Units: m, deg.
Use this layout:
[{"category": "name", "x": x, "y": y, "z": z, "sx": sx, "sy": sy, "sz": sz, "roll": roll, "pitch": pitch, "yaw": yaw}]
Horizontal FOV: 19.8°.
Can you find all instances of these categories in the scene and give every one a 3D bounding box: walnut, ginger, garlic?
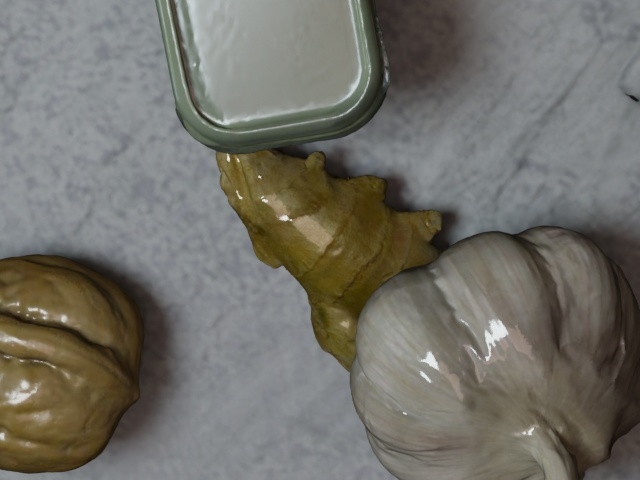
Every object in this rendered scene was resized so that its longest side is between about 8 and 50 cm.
[{"category": "walnut", "x": -0.206, "y": 0.086, "z": 1.291, "sx": 0.167, "sy": 0.149, "sz": 0.166, "roll": 1, "pitch": 72, "yaw": -5}, {"category": "ginger", "x": 0.014, "y": 0.000, "z": 1.282, "sx": 0.115, "sy": 0.081, "sz": 0.205, "roll": -20, "pitch": 113, "yaw": 39}, {"category": "garlic", "x": 0.140, "y": 0.112, "z": 1.220, "sx": 0.219, "sy": 0.212, "sz": 0.218, "roll": -12, "pitch": 131, "yaw": -14}]

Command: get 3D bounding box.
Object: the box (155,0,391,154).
[{"category": "box", "x": -0.035, "y": -0.206, "z": 1.179, "sx": 0.138, "sy": 0.178, "sz": 0.274, "roll": -8, "pitch": 104, "yaw": 6}]
